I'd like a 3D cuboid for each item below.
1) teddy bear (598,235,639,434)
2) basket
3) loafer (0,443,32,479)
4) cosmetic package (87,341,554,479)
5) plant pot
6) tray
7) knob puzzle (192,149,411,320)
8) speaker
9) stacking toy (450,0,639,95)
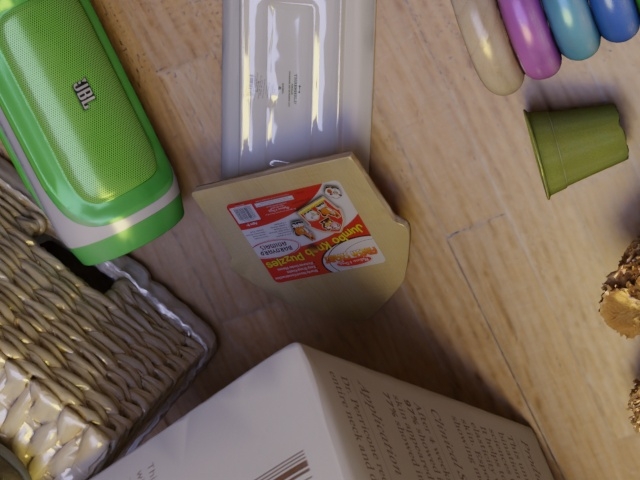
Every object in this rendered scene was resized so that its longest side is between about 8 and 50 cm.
[{"bbox_3d":[0.394,0.102,1.416,0.338,0.113,0.245,28,122,-6],"label":"teddy bear"},{"bbox_3d":[-0.339,0.146,1.528,0.328,0.266,0.331,39,113,-2],"label":"basket"},{"bbox_3d":[-0.369,0.208,1.364,0.251,0.087,0.094,11,112,11],"label":"loafer"},{"bbox_3d":[0.023,0.340,1.376,0.327,0.394,0.329,-36,54,23],"label":"cosmetic package"},{"bbox_3d":[0.227,-0.086,1.395,0.079,0.083,0.083,-16,106,8],"label":"plant pot"},{"bbox_3d":[-0.025,-0.144,1.459,0.145,0.030,0.270,7,112,13],"label":"tray"},{"bbox_3d":[0.000,0.000,1.491,0.213,0.030,0.213,9,135,9],"label":"knob puzzle"},{"bbox_3d":[-0.239,-0.131,1.467,0.131,0.131,0.296,-20,105,21],"label":"speaker"},{"bbox_3d":[0.274,-0.233,1.303,0.330,0.141,0.141,-18,105,13],"label":"stacking toy"}]
